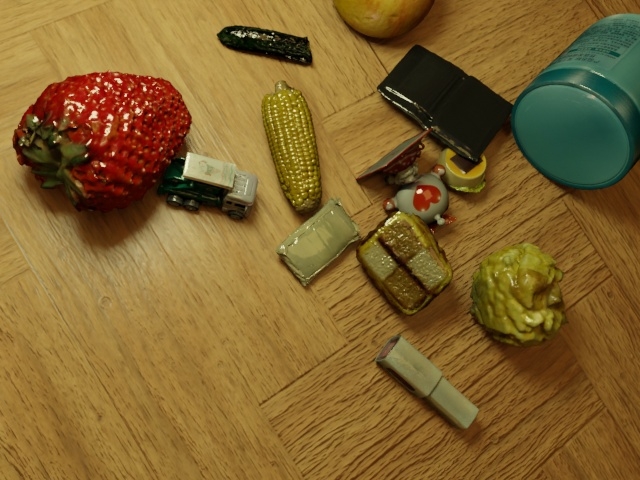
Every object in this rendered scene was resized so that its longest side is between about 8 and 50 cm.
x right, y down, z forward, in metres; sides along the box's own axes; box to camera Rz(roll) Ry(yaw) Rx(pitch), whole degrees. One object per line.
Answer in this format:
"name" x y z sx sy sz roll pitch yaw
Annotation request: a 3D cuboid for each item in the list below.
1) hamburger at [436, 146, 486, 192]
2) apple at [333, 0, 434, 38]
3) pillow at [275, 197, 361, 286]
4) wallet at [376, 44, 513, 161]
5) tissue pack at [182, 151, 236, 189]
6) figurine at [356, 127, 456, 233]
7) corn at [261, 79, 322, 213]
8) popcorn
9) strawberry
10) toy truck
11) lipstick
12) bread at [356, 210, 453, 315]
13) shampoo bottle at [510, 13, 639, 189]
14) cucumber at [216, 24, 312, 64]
"hamburger" 0.367 -0.184 1.562 0.141 0.081 0.127 33 65 8
"apple" 0.167 -0.665 1.547 0.285 0.233 0.286 3 77 -15
"pillow" 0.000 0.000 1.423 0.208 0.053 0.119 -41 94 -21
"wallet" 0.325 -0.367 1.587 0.322 0.041 0.247 35 62 8
"tissue pack" -0.235 -0.148 1.288 0.108 0.023 0.056 12 72 -20
"figurine" 0.241 -0.122 1.486 0.183 0.160 0.226 -39 98 -20
"corn" -0.063 -0.223 1.431 0.119 0.119 0.322 -13 83 -19
"popcorn" 0.480 0.131 1.442 0.225 0.249 0.250 -2 76 -30
"strawberry" -0.437 -0.236 1.257 0.312 0.267 0.351 27 52 24
"toy truck" -0.247 -0.126 1.352 0.215 0.116 0.110 15 72 -12
"lipstick" 0.247 0.329 1.397 0.253 0.079 0.077 41 68 -4
"bread" 0.200 0.050 1.416 0.181 0.096 0.222 -38 90 8
"shampoo bottle" 0.731 -0.364 1.579 0.331 0.331 0.342 46 68 -1
"cucumber" -0.134 -0.493 1.506 0.245 0.067 0.067 7 74 -16
